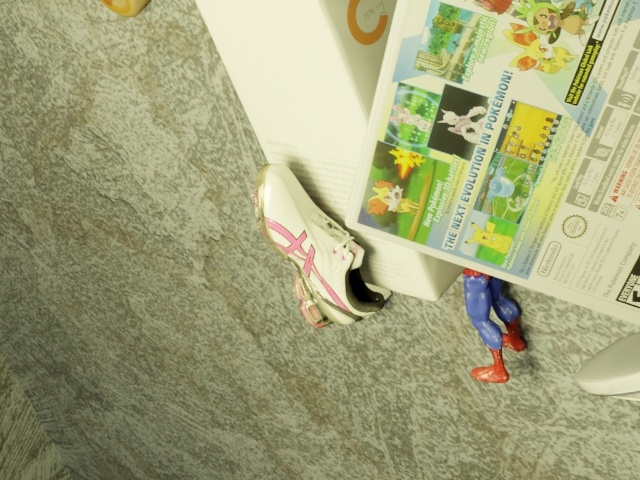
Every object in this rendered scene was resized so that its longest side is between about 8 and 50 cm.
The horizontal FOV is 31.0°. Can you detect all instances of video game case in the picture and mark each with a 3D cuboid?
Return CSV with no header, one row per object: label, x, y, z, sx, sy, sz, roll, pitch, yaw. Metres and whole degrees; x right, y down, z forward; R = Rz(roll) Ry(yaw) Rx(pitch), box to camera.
video game case,0.188,-0.084,0.896,0.300,0.036,0.329,19,137,6

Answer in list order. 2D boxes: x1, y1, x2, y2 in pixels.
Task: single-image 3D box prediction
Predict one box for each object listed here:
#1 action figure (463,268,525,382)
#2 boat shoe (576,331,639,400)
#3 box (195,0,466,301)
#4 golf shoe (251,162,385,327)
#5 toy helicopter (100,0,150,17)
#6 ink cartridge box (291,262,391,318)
action figure,0.152,0.039,1.341,0.139,0.091,0.280,11,138,27
boat shoe,0.376,0.145,1.195,0.084,0.095,0.258,56,150,-10
box,0.059,-0.150,1.102,0.168,0.215,0.345,14,138,43
golf shoe,0.000,0.000,1.097,0.086,0.067,0.186,-11,123,27
toy helicopter,-0.253,-0.386,1.334,0.235,0.140,0.355,22,155,20
ink cartridge box,0.017,0.036,1.549,0.099,0.056,0.135,-3,126,54
